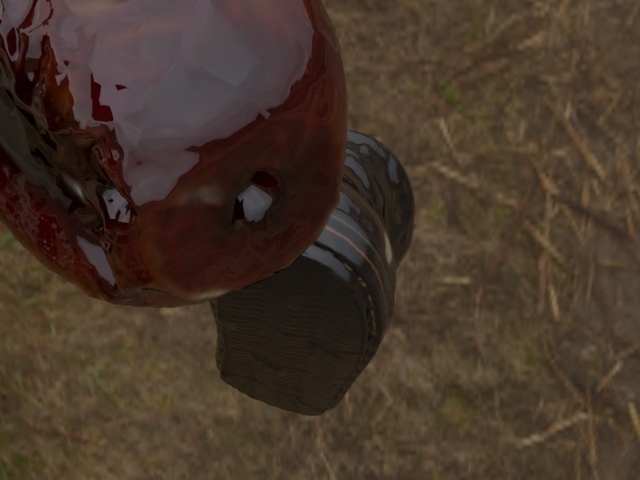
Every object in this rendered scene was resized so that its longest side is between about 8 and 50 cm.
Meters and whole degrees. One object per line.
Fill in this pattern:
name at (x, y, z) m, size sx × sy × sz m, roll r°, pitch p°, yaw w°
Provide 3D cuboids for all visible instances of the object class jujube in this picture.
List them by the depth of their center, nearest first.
jujube at (-0.143, -0.130, 1.041) m, size 0.276 × 0.276 × 0.377 m, roll -25°, pitch 52°, yaw -17°

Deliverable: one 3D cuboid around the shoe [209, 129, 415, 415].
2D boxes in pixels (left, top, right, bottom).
shoe at (0.000, 0.000, 1.428) m, size 0.171 × 0.384 × 0.237 m, roll 17°, pitch 67°, yaw 5°
